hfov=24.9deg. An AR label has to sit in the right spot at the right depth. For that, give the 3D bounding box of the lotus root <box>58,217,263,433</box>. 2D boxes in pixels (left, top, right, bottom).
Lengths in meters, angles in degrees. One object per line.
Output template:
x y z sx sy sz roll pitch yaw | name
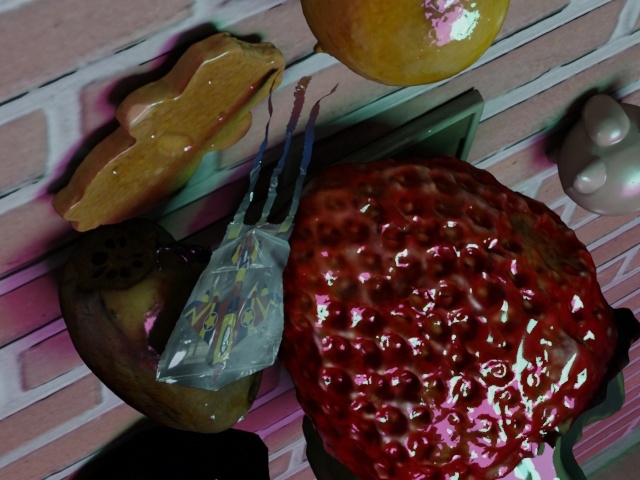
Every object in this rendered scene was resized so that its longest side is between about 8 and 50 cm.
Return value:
-0.119 0.072 1.114 0.123 0.124 0.241 -43 145 -12 | lotus root

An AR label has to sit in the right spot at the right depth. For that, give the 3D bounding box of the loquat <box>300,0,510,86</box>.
0.052 -0.162 0.915 0.141 0.141 0.141 -31 158 -14 | loquat

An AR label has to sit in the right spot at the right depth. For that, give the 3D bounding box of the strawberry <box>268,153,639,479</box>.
0.084 0.060 1.243 0.291 0.310 0.292 -42 -173 6 | strawberry

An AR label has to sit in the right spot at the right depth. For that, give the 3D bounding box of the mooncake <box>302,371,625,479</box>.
0.149 0.178 1.522 0.351 0.187 0.351 -25 -157 12 | mooncake

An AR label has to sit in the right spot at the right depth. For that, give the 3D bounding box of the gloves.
-0.188 0.296 1.492 0.197 0.152 0.301 19 141 -33 | gloves

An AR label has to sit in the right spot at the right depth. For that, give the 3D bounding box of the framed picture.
0.000 0.000 1.314 0.324 0.020 0.240 -29 157 -19 | framed picture

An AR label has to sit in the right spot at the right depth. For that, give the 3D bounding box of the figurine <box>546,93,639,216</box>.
0.298 -0.086 1.473 0.125 0.125 0.138 -37 173 0 | figurine

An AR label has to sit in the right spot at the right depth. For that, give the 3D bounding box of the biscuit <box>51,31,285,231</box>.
-0.102 -0.075 0.998 0.133 0.027 0.184 -12 149 -51 | biscuit

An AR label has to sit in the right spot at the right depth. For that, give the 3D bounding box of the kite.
-0.045 -0.003 1.041 0.141 0.015 0.245 -4 116 -58 | kite
